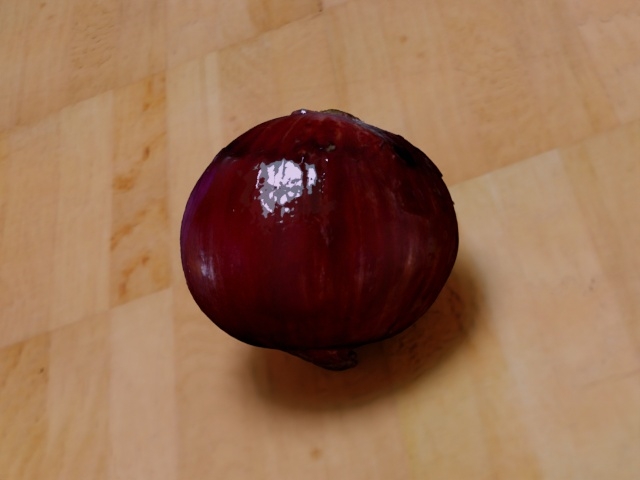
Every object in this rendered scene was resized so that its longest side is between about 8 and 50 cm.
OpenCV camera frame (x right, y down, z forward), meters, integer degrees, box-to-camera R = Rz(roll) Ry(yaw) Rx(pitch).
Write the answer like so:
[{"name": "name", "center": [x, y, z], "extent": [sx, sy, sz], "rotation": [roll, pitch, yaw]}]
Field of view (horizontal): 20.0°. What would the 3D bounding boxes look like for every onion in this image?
[{"name": "onion", "center": [0.000, 0.000, 0.838], "extent": [0.131, 0.131, 0.131], "rotation": [-17, 33, 12]}]
